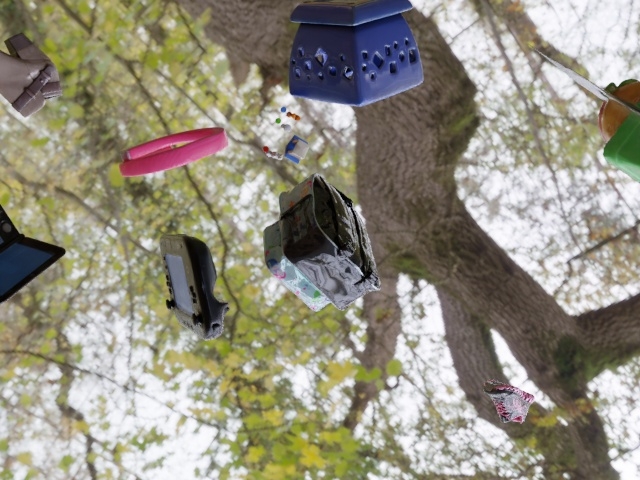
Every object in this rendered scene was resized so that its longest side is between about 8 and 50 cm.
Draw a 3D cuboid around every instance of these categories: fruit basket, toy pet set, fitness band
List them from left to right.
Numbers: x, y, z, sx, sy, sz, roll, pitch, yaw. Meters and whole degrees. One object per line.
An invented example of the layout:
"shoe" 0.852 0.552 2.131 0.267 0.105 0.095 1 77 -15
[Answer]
"fitness band" -0.352 -0.217 1.966 0.209 0.054 0.291 -2 -160 36
"toy pet set" -0.084 -0.251 2.034 0.122 0.114 0.065 -65 -157 -7
"fruit basket" 0.509 -0.177 1.230 0.165 0.327 0.353 -52 -150 21

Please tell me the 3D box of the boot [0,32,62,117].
"boot" -0.359 -0.181 0.941 0.118 0.087 0.042 -34 -160 -24

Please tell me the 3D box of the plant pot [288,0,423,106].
"plant pot" 0.074 -0.443 1.852 0.236 0.212 0.236 18 -147 42

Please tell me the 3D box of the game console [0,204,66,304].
"game console" -0.437 0.007 1.089 0.085 0.124 0.144 -15 -159 33

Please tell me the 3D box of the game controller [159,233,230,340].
"game controller" -0.224 0.070 1.373 0.067 0.166 0.319 -22 -172 -18

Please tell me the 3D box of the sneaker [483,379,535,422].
"sneaker" 0.282 0.247 1.237 0.047 0.119 0.057 13 -102 47

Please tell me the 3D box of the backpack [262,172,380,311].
"backpack" 0.000 0.000 1.647 0.191 0.225 0.253 -28 -140 22
